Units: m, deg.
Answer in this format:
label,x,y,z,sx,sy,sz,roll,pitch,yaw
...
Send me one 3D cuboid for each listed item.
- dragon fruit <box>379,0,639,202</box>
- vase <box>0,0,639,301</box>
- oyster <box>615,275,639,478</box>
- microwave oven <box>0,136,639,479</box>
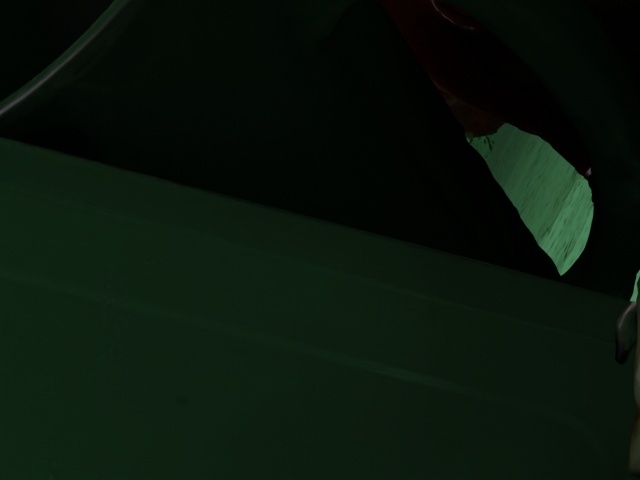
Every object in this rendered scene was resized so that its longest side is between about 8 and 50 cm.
label,x,y,z,sx,sy,sz,roll,pitch,yaw
dragon fruit,0.097,-0.137,0.634,0.307,0.227,0.243,126,139,-61
vase,0.000,0.000,0.605,0.251,0.301,0.156,-14,42,39
oyster,0.118,-0.050,0.381,0.166,0.110,0.341,82,-159,-47
microwave oven,-0.084,0.109,0.464,0.181,0.295,0.237,116,166,-51
